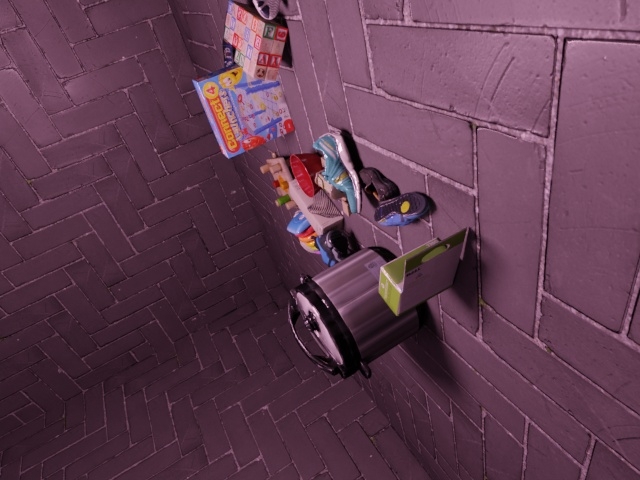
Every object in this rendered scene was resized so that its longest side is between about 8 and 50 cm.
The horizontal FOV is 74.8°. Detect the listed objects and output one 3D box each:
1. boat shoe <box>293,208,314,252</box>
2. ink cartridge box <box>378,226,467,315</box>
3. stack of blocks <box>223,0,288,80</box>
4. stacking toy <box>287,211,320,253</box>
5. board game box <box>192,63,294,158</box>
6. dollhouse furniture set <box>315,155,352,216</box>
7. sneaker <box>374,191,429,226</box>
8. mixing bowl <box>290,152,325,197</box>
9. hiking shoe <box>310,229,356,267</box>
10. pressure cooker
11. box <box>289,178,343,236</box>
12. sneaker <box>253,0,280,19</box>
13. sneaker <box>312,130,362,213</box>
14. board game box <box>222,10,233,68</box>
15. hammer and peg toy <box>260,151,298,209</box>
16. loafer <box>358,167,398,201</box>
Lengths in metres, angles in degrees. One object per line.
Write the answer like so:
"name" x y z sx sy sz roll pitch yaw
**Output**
"boat shoe" -0.054 -0.055 2.142 0.319 0.116 0.099 69 -152 -49
"ink cartridge box" 0.256 0.058 1.074 0.097 0.189 0.255 53 161 36
"stack of blocks" -0.235 -0.690 1.440 0.297 0.087 0.171 51 133 38
"stacking toy" 0.000 0.000 1.955 0.301 0.175 0.166 53 169 -22
"board game box" -0.289 -0.522 1.630 0.086 0.302 0.308 43 156 51
"dollhouse furniture set" 0.040 -0.187 1.518 0.182 0.101 0.160 48 160 42
"sneaker" 0.238 -0.080 1.157 0.209 0.082 0.069 -16 60 61
"mixing bowl" -0.032 -0.268 1.622 0.181 0.098 0.181 55 164 24
"hiking shoe" 0.087 0.086 1.729 0.132 0.113 0.304 -8 119 46
"pressure cooker" 0.100 0.255 1.486 0.375 0.421 0.370 65 164 -15
"box" -0.020 -0.148 1.774 0.275 0.113 0.094 54 163 23
"sneaker" -0.197 -0.771 1.291 0.234 0.094 0.153 63 166 -5
"sneaker" 0.064 -0.211 1.350 0.107 0.110 0.275 -68 -45 -79
"board game box" -0.379 -0.810 1.769 0.243 0.042 0.164 125 149 -74
"hammer and peg toy" -0.196 -0.292 2.064 0.265 0.128 0.361 67 164 -18
"loafer" 0.157 -0.167 1.244 0.170 0.061 0.062 45 159 50
